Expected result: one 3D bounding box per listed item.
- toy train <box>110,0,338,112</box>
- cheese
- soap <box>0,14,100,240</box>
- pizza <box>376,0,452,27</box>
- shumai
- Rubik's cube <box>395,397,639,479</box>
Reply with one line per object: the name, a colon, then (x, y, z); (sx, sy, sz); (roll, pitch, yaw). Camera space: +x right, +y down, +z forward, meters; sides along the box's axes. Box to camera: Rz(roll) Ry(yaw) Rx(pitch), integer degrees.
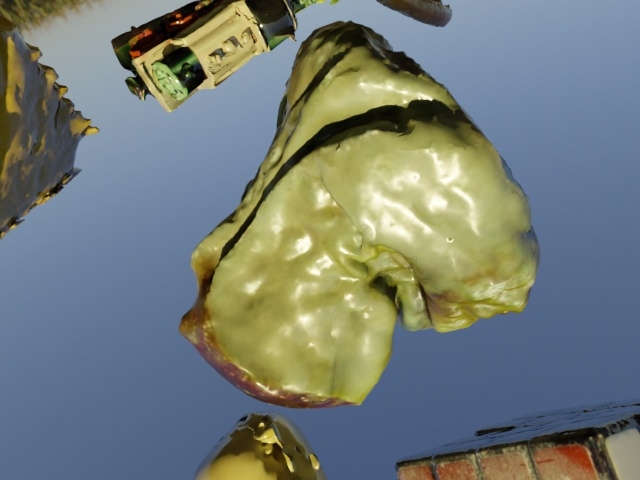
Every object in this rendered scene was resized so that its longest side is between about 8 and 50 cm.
toy train: (-0.029, -0.173, 0.388); (0.250, 0.053, 0.085); (-43, -140, -22)
cheese: (-0.064, 0.343, 0.684); (0.128, 0.315, 0.259); (-24, -136, -39)
soap: (-0.268, -0.146, 0.356); (0.169, 0.304, 0.338); (15, -152, -5)
pizza: (0.106, -0.398, 0.846); (0.199, 0.062, 0.188); (44, -151, 24)
shumai: (0.000, 0.000, 0.482); (0.263, 0.309, 0.304); (-39, -129, -1)
Rubik's cube: (0.355, 0.398, 0.709); (0.337, 0.343, 0.344); (0, 159, -35)
